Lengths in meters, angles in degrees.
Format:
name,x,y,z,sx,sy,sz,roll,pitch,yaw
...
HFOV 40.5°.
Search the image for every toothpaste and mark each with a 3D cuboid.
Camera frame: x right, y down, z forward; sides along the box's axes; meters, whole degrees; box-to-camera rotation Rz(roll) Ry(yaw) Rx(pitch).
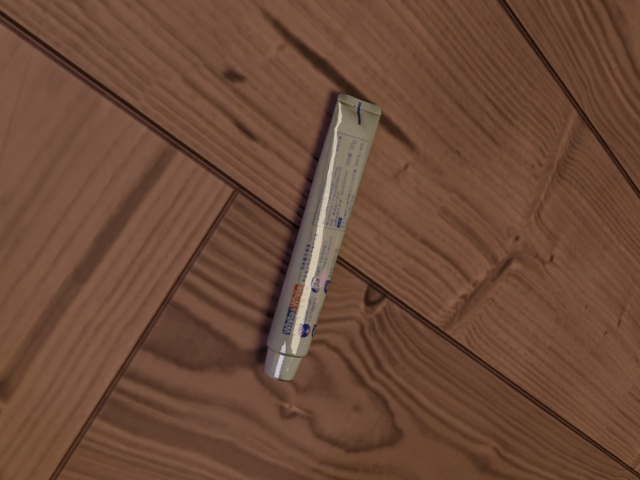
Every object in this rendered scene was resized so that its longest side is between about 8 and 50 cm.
name,x,y,z,sx,sy,sz,roll,pitch,yaw
toothpaste,0.000,0.000,0.647,0.052,0.033,0.218,10,99,-47
